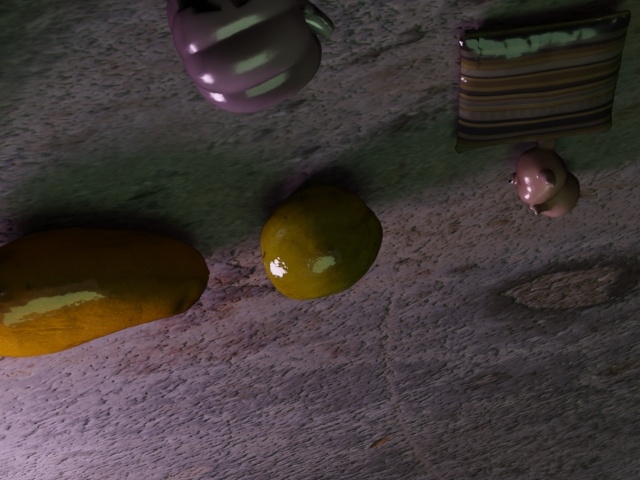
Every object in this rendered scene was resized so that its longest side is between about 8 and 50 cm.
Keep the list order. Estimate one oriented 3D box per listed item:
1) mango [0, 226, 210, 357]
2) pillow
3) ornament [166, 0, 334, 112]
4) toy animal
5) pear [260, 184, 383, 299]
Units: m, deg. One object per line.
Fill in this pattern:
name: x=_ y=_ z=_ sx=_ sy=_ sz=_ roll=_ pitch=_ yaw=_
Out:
mango: x=-0.320 y=0.061 z=1.820 sx=0.359 sy=0.144 sz=0.187 roll=-12 pitch=156 yaw=-12
pillow: x=0.271 y=-0.195 z=1.746 sx=0.208 sy=0.052 sz=0.212 roll=-8 pitch=141 yaw=-3
ornament: x=-0.072 y=-0.228 z=1.497 sx=0.178 sy=0.177 sz=0.177 roll=-9 pitch=143 yaw=-7
toy animal: x=0.307 y=-0.081 z=1.887 sx=0.089 sy=0.083 sz=0.150 roll=-36 pitch=151 yaw=8
pear: x=0.000 y=0.000 z=1.841 sx=0.162 sy=0.149 sz=0.149 roll=-31 pitch=141 yaw=6
